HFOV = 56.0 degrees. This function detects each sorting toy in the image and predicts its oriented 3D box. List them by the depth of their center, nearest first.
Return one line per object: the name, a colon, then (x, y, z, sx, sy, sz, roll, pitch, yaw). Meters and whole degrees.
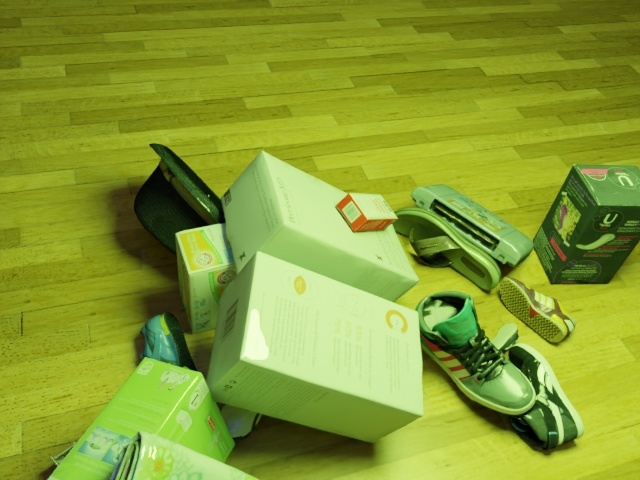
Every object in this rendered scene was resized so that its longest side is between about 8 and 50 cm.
sorting toy: (-0.401, 0.377, 1.026, 0.083, 0.045, 0.075, -33, 67, -34)

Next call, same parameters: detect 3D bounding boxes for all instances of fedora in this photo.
fedora: (-0.303, -0.058, 1.346, 0.152, 0.334, 0.334, -43, 60, 0)

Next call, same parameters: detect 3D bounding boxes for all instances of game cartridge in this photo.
game cartridge: (0.379, -0.047, 1.483, 0.297, 0.062, 0.198, 36, 27, 20)

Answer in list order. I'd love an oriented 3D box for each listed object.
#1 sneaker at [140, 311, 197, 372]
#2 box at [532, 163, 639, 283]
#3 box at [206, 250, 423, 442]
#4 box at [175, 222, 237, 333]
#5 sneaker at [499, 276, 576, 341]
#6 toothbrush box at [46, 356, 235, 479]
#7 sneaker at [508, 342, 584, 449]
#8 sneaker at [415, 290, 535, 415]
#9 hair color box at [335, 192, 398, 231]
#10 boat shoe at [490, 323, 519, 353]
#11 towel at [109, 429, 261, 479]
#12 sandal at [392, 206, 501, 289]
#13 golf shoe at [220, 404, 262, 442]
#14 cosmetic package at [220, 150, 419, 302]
sneaker: (-0.295, 0.242, 1.163, 0.082, 0.069, 0.209, -31, 62, 7)
box: (0.642, -0.035, 1.420, 0.165, 0.270, 0.143, 0, 47, -10)
box: (-0.006, 0.199, 1.077, 0.345, 0.168, 0.215, 22, 48, -20)
box: (-0.226, 0.079, 1.220, 0.103, 0.203, 0.114, -13, 50, -20)
sneaker: (0.493, 0.148, 1.372, 0.084, 0.069, 0.185, -22, 59, -37)
toothbrush box: (-0.275, 0.361, 0.929, 0.122, 0.206, 0.283, 7, 43, 25)
sneaker: (0.411, 0.306, 1.194, 0.121, 0.079, 0.217, -13, 50, -19)
sneaker: (0.291, 0.200, 1.172, 0.124, 0.178, 0.295, -40, 51, -16)
hair color box: (0.098, -0.059, 1.248, 0.141, 0.043, 0.072, -4, 56, -57)
boat shoe: (0.385, 0.226, 1.293, 0.125, 0.038, 0.046, -35, 17, -34)
towel: (-0.154, 0.467, 0.797, 0.374, 0.090, 0.320, 37, 52, -29)
sandal: (0.283, 0.022, 1.423, 0.303, 0.120, 0.086, 37, 66, 23)
golf shoe: (-0.128, 0.281, 1.122, 0.077, 0.094, 0.198, 26, 50, 14)
cosmetic package: (0.000, 0.000, 1.241, 0.385, 0.156, 0.217, 23, 34, -41)
